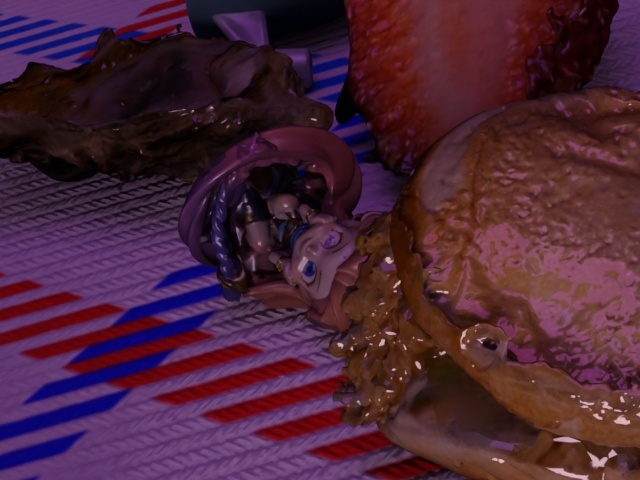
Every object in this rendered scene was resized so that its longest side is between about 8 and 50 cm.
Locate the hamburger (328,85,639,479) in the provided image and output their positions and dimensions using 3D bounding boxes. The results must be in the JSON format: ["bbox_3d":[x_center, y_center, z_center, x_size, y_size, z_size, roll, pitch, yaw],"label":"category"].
[{"bbox_3d":[0.144,0.034,0.771,0.286,0.146,0.243,-13,38,-7],"label":"hamburger"}]

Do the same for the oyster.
[{"bbox_3d":[-0.133,-0.101,1.146,0.361,0.096,0.221,1,31,25],"label":"oyster"}]

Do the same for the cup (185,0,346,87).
[{"bbox_3d":[-0.024,-0.252,1.269,0.173,0.167,0.300,-3,60,4],"label":"cup"}]

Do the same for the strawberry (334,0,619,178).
[{"bbox_3d":[0.121,-0.136,1.081,0.233,0.137,0.306,-15,53,39],"label":"strawberry"}]

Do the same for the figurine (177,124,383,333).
[{"bbox_3d":[0.000,0.001,0.935,0.157,0.114,0.126,33,86,17],"label":"figurine"}]
